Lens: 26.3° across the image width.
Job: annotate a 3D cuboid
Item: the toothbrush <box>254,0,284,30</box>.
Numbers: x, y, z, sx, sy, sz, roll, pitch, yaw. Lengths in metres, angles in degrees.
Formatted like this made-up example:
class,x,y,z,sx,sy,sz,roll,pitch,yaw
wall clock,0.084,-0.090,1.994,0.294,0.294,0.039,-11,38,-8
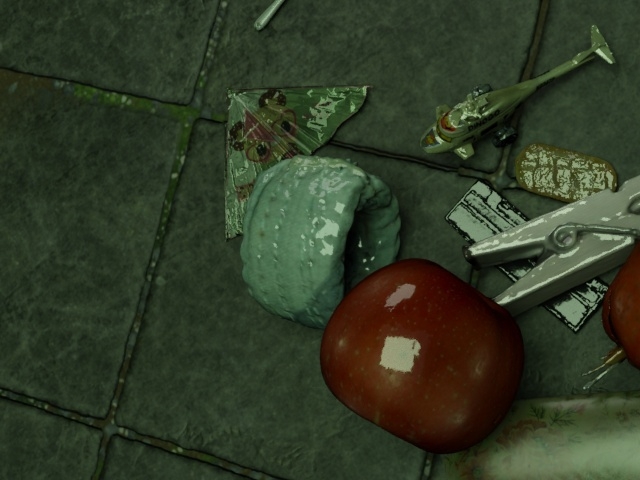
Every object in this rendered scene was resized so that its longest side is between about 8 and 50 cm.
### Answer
class,x,y,z,sx,sy,sz,roll,pitch,yaw
toothbrush,-0.030,-0.395,2.067,0.204,0.022,0.017,-47,67,12

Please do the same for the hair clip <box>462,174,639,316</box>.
class,x,y,z,sx,sy,sz,roll,pitch,yaw
hair clip,0.360,-0.006,1.822,0.330,0.085,0.101,-25,62,13

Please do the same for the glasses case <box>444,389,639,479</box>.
class,x,y,z,sx,sy,sz,roll,pitch,yaw
glasses case,0.370,0.277,1.784,0.425,0.098,0.157,-7,79,20

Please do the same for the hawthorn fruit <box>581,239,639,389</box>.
class,x,y,z,sx,sy,sz,roll,pitch,yaw
hawthorn fruit,0.450,0.095,1.729,0.299,0.211,0.211,-43,71,17

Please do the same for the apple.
class,x,y,z,sx,sy,sz,roll,pitch,yaw
apple,0.133,0.147,1.752,0.260,0.260,0.216,34,92,21

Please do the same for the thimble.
class,x,y,z,sx,sy,sz,roll,pitch,yaw
thimble,0.000,0.000,1.901,0.172,0.205,0.250,15,117,27

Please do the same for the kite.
class,x,y,z,sx,sy,sz,roll,pitch,yaw
kite,-0.057,-0.138,2.046,0.323,0.013,0.268,-48,69,11

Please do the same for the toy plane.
class,x,y,z,sx,sy,sz,roll,pitch,yaw
toy plane,0.265,-0.199,1.892,0.286,0.108,0.092,-27,73,2

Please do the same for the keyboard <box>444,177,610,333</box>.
class,x,y,z,sx,sy,sz,roll,pitch,yaw
keyboard,0.283,0.020,1.895,0.250,0.017,0.087,42,96,19

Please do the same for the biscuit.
class,x,y,z,sx,sy,sz,roll,pitch,yaw
biscuit,0.337,-0.090,1.889,0.147,0.018,0.071,17,90,22
